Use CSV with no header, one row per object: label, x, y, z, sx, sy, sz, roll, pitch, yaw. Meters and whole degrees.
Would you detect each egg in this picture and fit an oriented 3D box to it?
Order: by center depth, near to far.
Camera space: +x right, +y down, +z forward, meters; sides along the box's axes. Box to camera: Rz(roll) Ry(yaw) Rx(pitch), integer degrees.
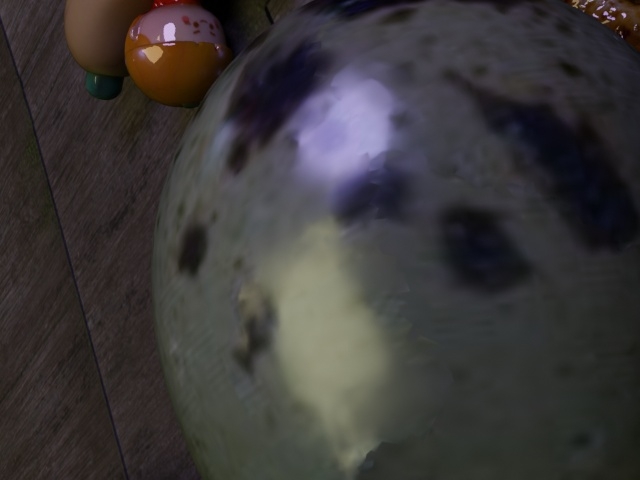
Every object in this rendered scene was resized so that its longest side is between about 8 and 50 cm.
egg,0.080,0.050,0.743,0.345,0.345,0.428,-42,60,44

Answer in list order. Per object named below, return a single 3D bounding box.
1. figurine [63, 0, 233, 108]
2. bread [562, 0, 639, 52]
figurine,-0.152,-0.238,1.286,0.324,0.124,0.222,-9,82,49
bread,0.212,-0.167,0.842,0.193,0.064,0.193,-5,84,47
